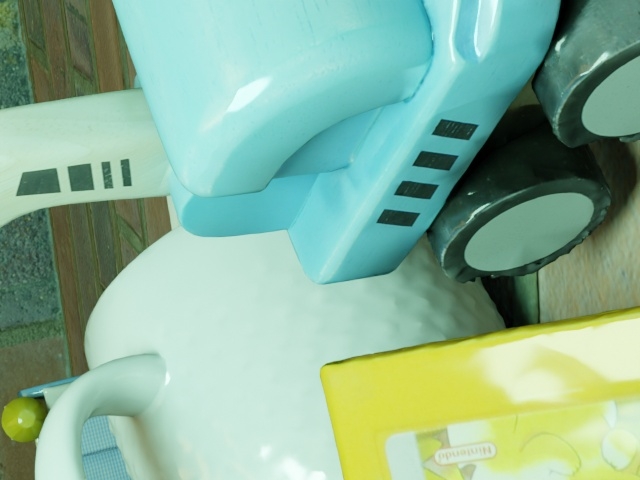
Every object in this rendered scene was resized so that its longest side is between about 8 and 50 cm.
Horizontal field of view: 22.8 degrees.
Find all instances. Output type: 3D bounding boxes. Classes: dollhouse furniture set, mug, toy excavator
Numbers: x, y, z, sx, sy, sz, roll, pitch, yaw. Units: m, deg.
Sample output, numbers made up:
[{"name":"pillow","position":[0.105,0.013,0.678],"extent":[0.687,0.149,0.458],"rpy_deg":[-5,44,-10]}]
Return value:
[{"name":"dollhouse furniture set","position":[-0.134,0.252,1.539],"extent":[0.198,0.303,0.286],"rpy_deg":[153,105,-72]},{"name":"mug","position":[-0.012,0.161,1.030],"extent":[0.276,0.374,0.328],"rpy_deg":[-49,55,36]},{"name":"toy excavator","position":[-0.070,-0.074,0.871],"extent":[0.433,0.445,0.222],"rpy_deg":[-58,44,52]}]

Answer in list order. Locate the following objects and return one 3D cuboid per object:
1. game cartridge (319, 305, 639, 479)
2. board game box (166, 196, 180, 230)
[{"name":"game cartridge","position":[0.152,0.198,0.809],"extent":[0.285,0.053,0.323],"rpy_deg":[-14,86,34]},{"name":"board game box","position":[-0.022,0.091,1.356],"extent":[0.193,0.053,0.305],"rpy_deg":[-3,99,35]}]
